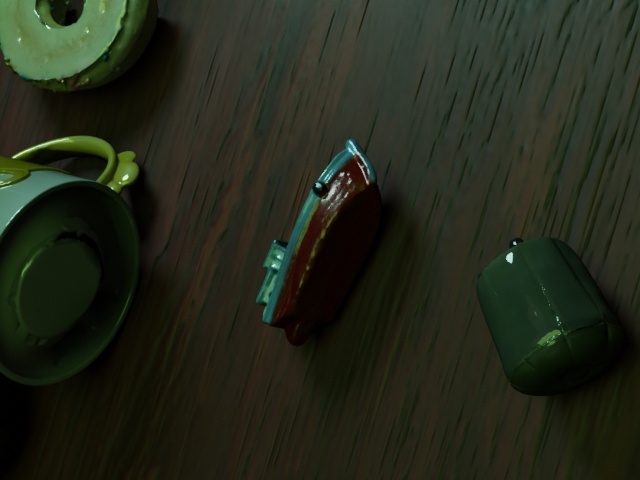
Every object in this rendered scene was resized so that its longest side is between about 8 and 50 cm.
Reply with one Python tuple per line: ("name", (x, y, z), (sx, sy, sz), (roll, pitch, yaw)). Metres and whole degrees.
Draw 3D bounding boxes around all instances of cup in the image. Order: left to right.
("cup", (-0.276, -0.009, 1.667), (0.226, 0.185, 0.241), (20, 56, 36))

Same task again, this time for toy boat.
("toy boat", (0.000, 0.000, 1.554), (0.059, 0.069, 0.173), (34, 103, 43))

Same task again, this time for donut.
("donut", (-0.223, -0.184, 1.716), (0.166, 0.065, 0.108), (2, 82, 29))

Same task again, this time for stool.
("stool", (0.173, 0.057, 1.434), (0.096, 0.096, 0.110), (-35, 62, 19))

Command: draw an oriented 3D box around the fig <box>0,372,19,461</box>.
("fig", (-0.345, 0.145, 1.693), (0.156, 0.123, 0.123), (34, 98, 42))
